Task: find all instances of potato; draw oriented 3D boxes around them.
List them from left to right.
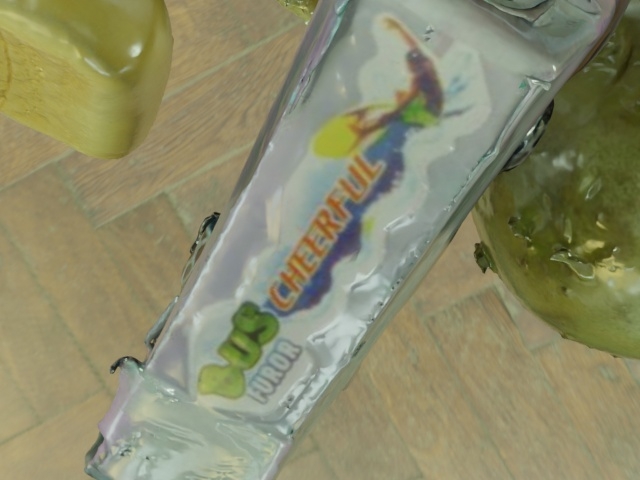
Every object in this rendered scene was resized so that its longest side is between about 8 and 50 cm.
[{"bbox_3d":[0.268,-0.046,0.687,0.359,0.270,0.219,2,120,26],"label":"potato"}]

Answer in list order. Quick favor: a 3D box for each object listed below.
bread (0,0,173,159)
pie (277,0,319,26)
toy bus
[{"bbox_3d":[-0.157,-0.130,0.742,0.147,0.217,0.098,25,74,-9],"label":"bread"},{"bbox_3d":[0.049,-0.314,0.915,0.339,0.083,0.340,-5,107,-17],"label":"pie"},{"bbox_3d":[0.000,0.000,0.513,0.112,0.138,0.317,31,125,1],"label":"toy bus"}]
